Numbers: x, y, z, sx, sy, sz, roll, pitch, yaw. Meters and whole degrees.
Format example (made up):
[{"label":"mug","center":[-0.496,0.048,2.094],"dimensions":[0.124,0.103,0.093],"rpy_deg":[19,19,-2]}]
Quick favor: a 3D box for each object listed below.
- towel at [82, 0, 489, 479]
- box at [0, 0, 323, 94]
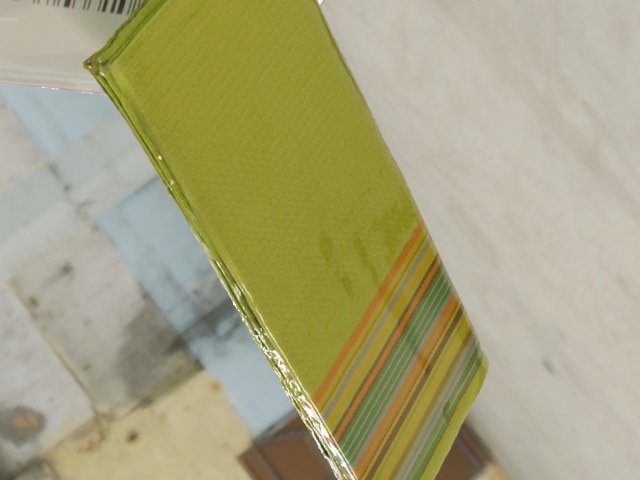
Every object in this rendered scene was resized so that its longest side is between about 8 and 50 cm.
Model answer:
[{"label":"towel","center":[0.000,0.000,0.521],"dimensions":[0.021,0.102,0.237],"rpy_deg":[1,134,36]},{"label":"box","center":[-0.095,-0.175,0.577],"dimensions":[0.126,0.149,0.232],"rpy_deg":[-67,33,35]}]
